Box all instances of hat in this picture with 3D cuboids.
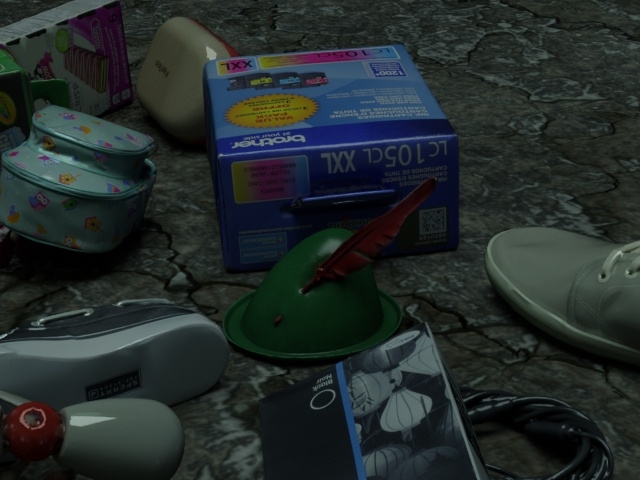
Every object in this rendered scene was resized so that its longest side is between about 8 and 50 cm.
[{"bbox_3d":[0.000,0.000,1.316,0.208,0.184,0.173,-5,25,-4],"label":"hat"}]

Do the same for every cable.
[{"bbox_3d":[0.156,0.173,1.111,0.184,0.047,0.150,6,22,28],"label":"cable"}]

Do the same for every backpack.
[{"bbox_3d":[-0.278,-0.066,1.507,0.165,0.144,0.188,20,25,1],"label":"backpack"}]

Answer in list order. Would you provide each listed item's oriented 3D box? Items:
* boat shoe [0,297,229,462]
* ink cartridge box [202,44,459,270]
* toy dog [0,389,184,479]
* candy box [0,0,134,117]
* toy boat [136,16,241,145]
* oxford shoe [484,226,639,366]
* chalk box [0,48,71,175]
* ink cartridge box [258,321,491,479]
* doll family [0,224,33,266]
[{"bbox_3d":[-0.236,0.112,1.205,0.301,0.108,0.102,-15,28,-28],"label":"boat shoe"},{"bbox_3d":[0.007,-0.095,1.560,0.270,0.151,0.395,-6,28,-5],"label":"ink cartridge box"},{"bbox_3d":[-0.290,0.177,1.023,0.333,0.161,0.220,23,45,-3],"label":"toy dog"},{"bbox_3d":[-0.373,-0.239,1.885,0.071,0.159,0.233,13,31,33],"label":"candy box"},{"bbox_3d":[-0.153,-0.212,1.861,0.151,0.151,0.231,17,15,-30],"label":"toy boat"},{"bbox_3d":[0.335,0.050,1.240,0.169,0.130,0.449,-22,30,-31],"label":"oxford shoe"},{"bbox_3d":[-0.456,-0.139,1.670,0.289,0.180,0.179,-15,29,-26],"label":"chalk box"},{"bbox_3d":[0.044,0.193,0.993,0.165,0.065,0.333,-26,26,5],"label":"ink cartridge box"},{"bbox_3d":[-0.458,-0.023,1.493,0.163,0.118,0.263,23,34,38],"label":"doll family"}]
